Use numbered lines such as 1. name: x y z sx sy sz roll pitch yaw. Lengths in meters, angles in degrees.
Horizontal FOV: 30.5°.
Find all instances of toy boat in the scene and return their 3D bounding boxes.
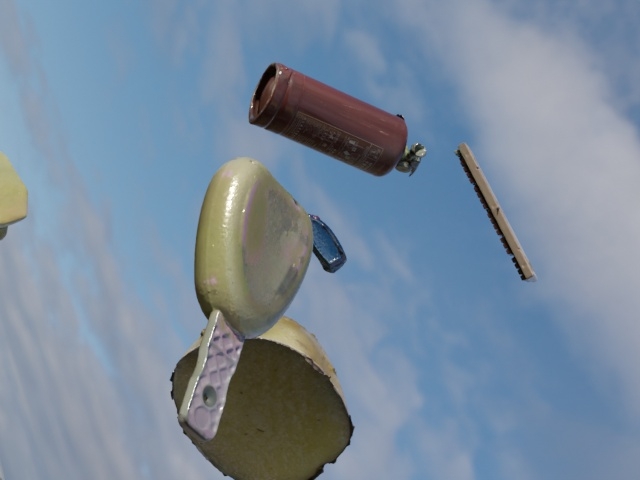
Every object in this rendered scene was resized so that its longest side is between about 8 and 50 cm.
1. toy boat: 0.000 0.000 1.390 0.083 0.038 0.038 58 -21 3

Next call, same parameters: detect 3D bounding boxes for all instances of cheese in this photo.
1. cheese: -0.055 0.040 0.750 0.037 0.192 0.097 -14 -45 34

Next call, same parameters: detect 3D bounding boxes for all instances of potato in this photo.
1. potato: -0.051 0.147 1.207 0.202 0.182 0.117 62 24 -27

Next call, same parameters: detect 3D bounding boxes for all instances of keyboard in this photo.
1. keyboard: 0.191 -0.029 1.282 0.166 0.017 0.055 64 10 13

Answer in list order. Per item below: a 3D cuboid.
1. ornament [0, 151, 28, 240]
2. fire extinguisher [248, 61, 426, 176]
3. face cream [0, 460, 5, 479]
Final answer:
1. ornament: -0.361 -0.085 1.048 0.059 0.180 0.201 -32 -94 26
2. fire extinguisher: 0.035 -0.156 1.651 0.105 0.269 0.105 -51 -153 39
3. face cream: -0.366 0.291 1.244 0.250 0.077 0.077 -122 -156 -47
